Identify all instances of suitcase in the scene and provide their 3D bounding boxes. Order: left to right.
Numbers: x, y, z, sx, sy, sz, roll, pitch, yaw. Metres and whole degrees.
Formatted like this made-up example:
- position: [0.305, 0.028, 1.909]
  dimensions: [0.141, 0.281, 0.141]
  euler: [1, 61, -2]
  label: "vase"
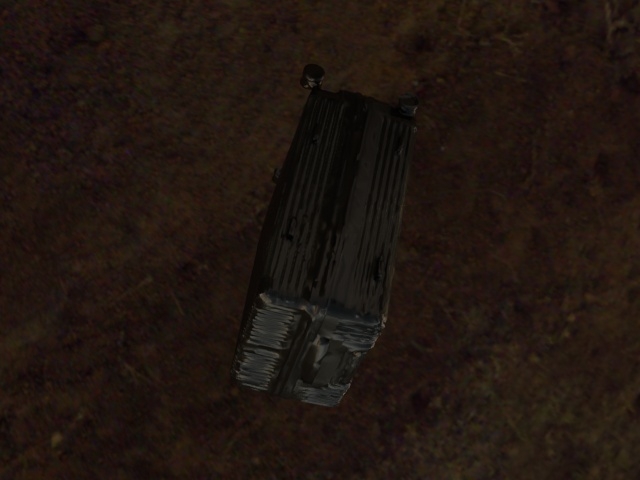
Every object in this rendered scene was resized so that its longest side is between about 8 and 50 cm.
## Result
- position: [0.000, 0.000, 1.080]
  dimensions: [0.152, 0.335, 0.229]
  euler: [16, 144, -3]
  label: "suitcase"
